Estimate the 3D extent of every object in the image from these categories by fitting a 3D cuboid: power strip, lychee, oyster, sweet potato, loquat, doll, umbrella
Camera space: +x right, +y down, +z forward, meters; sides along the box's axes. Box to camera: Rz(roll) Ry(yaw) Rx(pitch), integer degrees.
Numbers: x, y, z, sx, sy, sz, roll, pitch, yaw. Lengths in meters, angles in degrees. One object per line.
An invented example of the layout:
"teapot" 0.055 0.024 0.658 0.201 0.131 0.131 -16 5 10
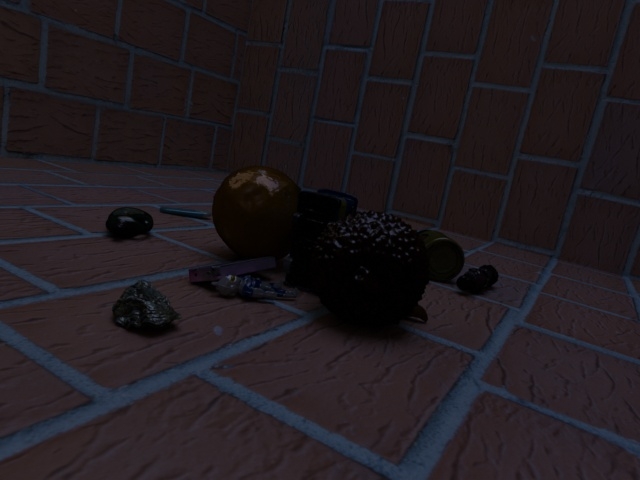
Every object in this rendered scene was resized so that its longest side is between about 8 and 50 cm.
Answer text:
"power strip" -0.238 0.078 1.341 0.109 0.038 0.278 -7 0 30
"lychee" 0.125 0.064 1.207 0.305 0.306 0.330 12 15 6
"oyster" -0.357 0.132 0.978 0.177 0.064 0.124 21 11 34
"sweet potato" 0.204 0.175 1.341 0.202 0.055 0.058 18 41 23
"loquat" -0.192 -0.088 1.578 0.328 0.329 0.328 11 11 -2
"doll" -0.172 0.119 1.243 0.227 0.057 0.114 5 16 -38
"umbrella" 0.591 0.144 1.797 0.094 0.090 0.326 22 15 32

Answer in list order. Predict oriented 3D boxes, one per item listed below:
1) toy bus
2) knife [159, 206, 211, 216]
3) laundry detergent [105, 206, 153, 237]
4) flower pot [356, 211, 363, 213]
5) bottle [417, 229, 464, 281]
"toy bus" 0.000 0.000 1.410 0.138 0.288 0.175 16 13 22
"knife" -0.589 -0.123 2.107 0.221 0.032 0.064 5 16 -12
"laundry detergent" -0.633 -0.055 1.594 0.144 0.078 0.221 13 10 -16
"flower pot" 0.134 -0.064 2.205 0.235 0.148 0.235 15 5 -1
"bottle" 0.454 0.045 1.966 0.171 0.172 0.351 11 9 -3
